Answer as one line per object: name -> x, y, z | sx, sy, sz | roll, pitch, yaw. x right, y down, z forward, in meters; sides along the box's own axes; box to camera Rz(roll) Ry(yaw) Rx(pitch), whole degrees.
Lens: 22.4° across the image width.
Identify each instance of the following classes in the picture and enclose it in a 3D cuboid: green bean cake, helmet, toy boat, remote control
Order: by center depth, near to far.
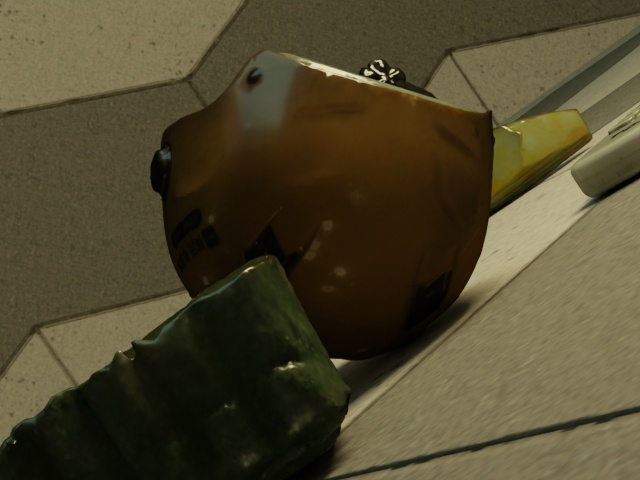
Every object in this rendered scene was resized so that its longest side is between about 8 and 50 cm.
green bean cake -> -0.073, 0.092, 0.770 | 0.181, 0.094, 0.173 | -35, 1, -4
helmet -> 0.000, 0.000, 0.924 | 0.224, 0.198, 0.130 | 130, 150, -50
remote control -> 0.228, -0.084, 1.033 | 0.087, 0.029, 0.190 | -34, 2, 43
toy boat -> 0.149, -0.060, 1.384 | 0.172, 0.065, 0.066 | -31, -17, 17
